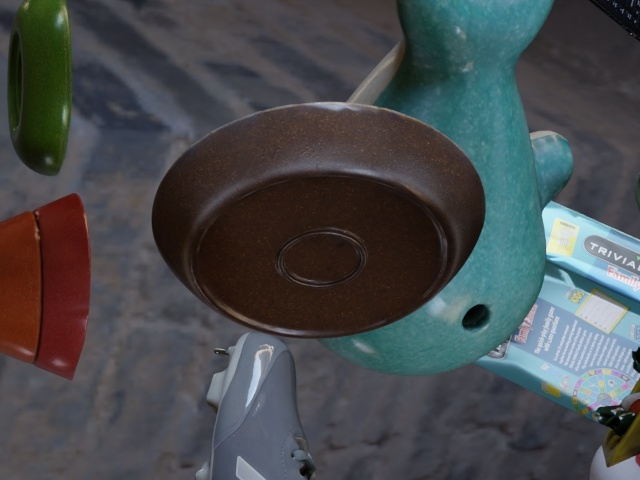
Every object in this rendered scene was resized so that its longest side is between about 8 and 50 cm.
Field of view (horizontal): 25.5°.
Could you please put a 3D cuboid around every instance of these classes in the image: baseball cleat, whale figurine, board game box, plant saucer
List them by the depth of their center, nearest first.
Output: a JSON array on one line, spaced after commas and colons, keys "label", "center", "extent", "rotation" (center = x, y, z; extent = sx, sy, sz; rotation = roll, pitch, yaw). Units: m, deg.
[{"label": "baseball cleat", "center": [-0.001, 0.139, 0.594], "extent": [0.110, 0.072, 0.205], "rotation": [-1, 74, 14]}, {"label": "plant saucer", "center": [0.000, 0.000, 0.704], "extent": [0.168, 0.168, 0.029], "rotation": [-48, 32, 39]}, {"label": "whale figurine", "center": [0.075, -0.034, 0.853], "extent": [0.141, 0.216, 0.272], "rotation": [56, 139, 45]}, {"label": "board game box", "center": [0.328, 0.105, 1.540], "extent": [0.336, 0.079, 0.253], "rotation": [26, 147, 14]}]

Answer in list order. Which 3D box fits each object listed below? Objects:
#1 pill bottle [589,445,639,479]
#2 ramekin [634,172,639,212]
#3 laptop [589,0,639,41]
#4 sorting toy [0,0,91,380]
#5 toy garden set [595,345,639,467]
[{"label": "pill bottle", "center": [0.366, 0.187, 1.111], "extent": [0.408, 0.229, 0.229], "rotation": [-43, 53, 7]}, {"label": "ramekin", "center": [0.324, -0.026, 0.774], "extent": [0.303, 0.303, 0.148], "rotation": [-34, 74, 45]}, {"label": "laptop", "center": [0.422, -0.354, 1.626], "extent": [0.137, 0.264, 0.234], "rotation": [-11, 56, 50]}, {"label": "sorting toy", "center": [-0.230, -0.084, 0.931], "extent": [0.127, 0.126, 0.365], "rotation": [128, 138, -60]}, {"label": "toy garden set", "center": [0.172, 0.024, 0.570], "extent": [0.049, 0.204, 0.244], "rotation": [22, 103, 4]}]
